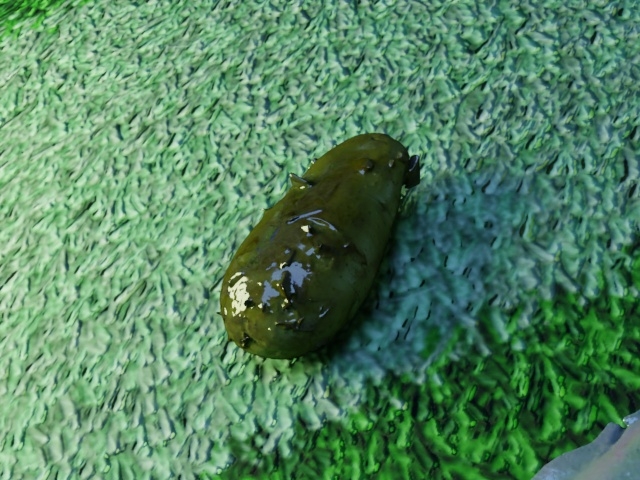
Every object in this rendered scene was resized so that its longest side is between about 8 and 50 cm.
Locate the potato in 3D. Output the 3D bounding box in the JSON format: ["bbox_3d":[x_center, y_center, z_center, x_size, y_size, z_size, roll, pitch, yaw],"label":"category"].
[{"bbox_3d":[0.000,0.000,0.994,0.117,0.090,0.225,13,54,32],"label":"potato"}]

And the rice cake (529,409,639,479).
[{"bbox_3d":[0.249,0.106,0.814,0.290,0.051,0.081,-38,54,-19],"label":"rice cake"}]
